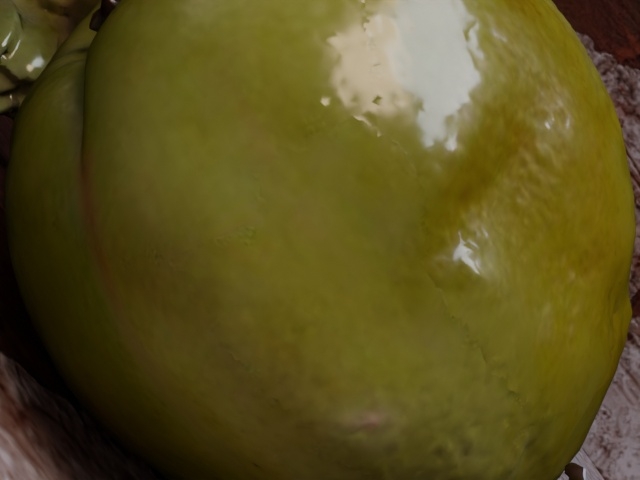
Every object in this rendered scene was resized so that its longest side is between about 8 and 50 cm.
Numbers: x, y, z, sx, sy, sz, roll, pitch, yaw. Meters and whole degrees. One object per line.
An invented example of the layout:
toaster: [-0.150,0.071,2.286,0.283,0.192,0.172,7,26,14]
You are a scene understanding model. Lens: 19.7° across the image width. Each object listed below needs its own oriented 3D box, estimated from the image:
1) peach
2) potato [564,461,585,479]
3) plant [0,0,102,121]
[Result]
peach: [-0.002,-0.008,0.885,0.315,0.281,0.314,42,51,-29]
potato: [0.122,0.248,0.684,0.237,0.301,0.289,64,35,-36]
plant: [-0.196,-0.199,1.075,0.261,0.306,0.297,21,-19,-32]
